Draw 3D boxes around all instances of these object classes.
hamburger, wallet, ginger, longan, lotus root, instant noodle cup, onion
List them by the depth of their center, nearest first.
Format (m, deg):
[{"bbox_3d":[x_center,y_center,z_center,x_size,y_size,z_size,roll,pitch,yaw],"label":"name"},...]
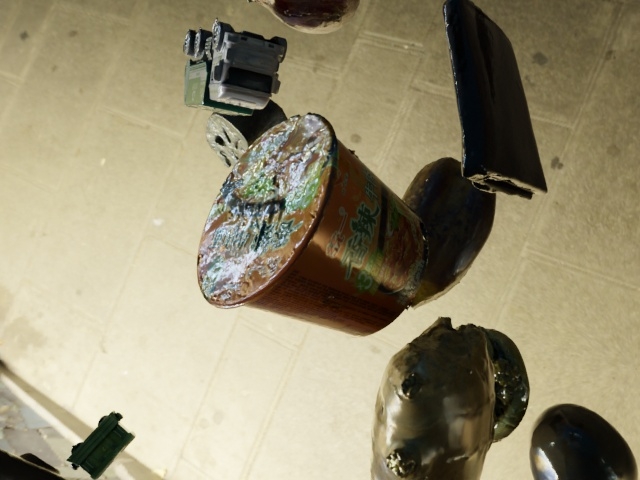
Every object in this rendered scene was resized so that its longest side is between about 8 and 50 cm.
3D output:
[{"bbox_3d":[0.000,0.000,0.709,0.230,0.182,0.230,-33,42,36],"label":"instant noodle cup"},{"bbox_3d":[0.210,-0.169,0.770,0.049,0.182,0.228,-16,74,40],"label":"wallet"},{"bbox_3d":[0.118,0.273,0.781,0.166,0.236,0.375,25,120,8],"label":"ginger"},{"bbox_3d":[-0.032,-0.400,0.986,0.195,0.159,0.159,-10,73,-4],"label":"onion"},{"bbox_3d":[0.422,0.359,1.023,0.189,0.189,0.189,-6,77,26],"label":"longan"},{"bbox_3d":[0.256,0.239,1.071,0.215,0.122,0.189,120,154,-48],"label":"hamburger"},{"bbox_3d":[0.210,-0.004,1.161,0.193,0.193,0.290,18,68,28],"label":"lotus root"},{"bbox_3d":[-0.178,-0.257,1.425,0.119,0.235,0.138,-42,98,-23],"label":"lotus root"}]

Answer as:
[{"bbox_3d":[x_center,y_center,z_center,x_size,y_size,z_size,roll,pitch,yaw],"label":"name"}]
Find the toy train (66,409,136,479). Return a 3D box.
[{"bbox_3d":[-0.304,0.285,0.874,0.056,0.038,0.093,43,72,-1],"label":"toy train"}]

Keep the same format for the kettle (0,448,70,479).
[{"bbox_3d":[-0.297,0.216,0.387,0.251,0.207,0.271,14,55,1],"label":"kettle"}]

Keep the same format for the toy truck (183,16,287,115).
[{"bbox_3d":[-0.142,-0.257,0.959,0.253,0.114,0.123,29,110,62],"label":"toy truck"}]
